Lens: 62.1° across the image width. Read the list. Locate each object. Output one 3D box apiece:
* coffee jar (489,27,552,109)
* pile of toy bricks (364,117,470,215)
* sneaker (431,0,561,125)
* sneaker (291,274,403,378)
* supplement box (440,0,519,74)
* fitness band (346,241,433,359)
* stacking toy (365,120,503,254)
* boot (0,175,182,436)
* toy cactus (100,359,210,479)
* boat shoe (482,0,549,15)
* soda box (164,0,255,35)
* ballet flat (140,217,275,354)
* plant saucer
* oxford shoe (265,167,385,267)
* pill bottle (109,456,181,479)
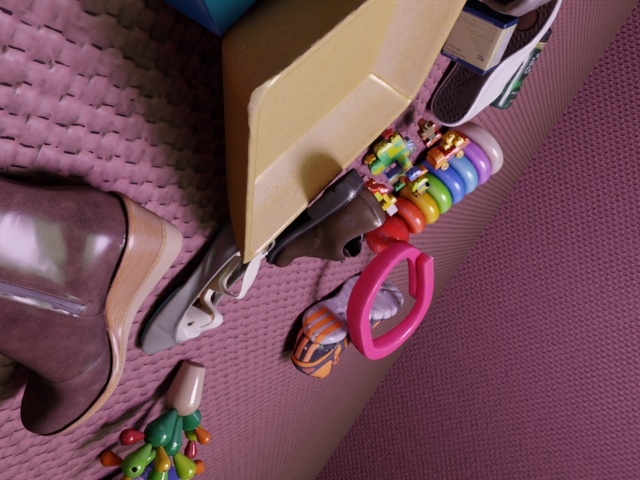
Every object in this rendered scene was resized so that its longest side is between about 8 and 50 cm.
[{"bbox_3d":[0.400,-0.371,1.103,0.096,0.079,0.185,-28,147,-50],"label":"coffee jar"},{"bbox_3d":[0.125,-0.136,0.874,0.212,0.118,0.105,-39,132,5],"label":"pile of toy bricks"},{"bbox_3d":[0.309,-0.334,0.948,0.290,0.106,0.123,-51,166,24],"label":"sneaker"},{"bbox_3d":[0.048,0.195,1.203,0.321,0.124,0.180,-16,143,-43],"label":"sneaker"},{"bbox_3d":[0.251,-0.323,0.843,0.056,0.083,0.083,-35,152,-41],"label":"supplement box"},{"bbox_3d":[0.142,0.126,1.080,0.209,0.054,0.291,-38,142,-20],"label":"fitness band"},{"bbox_3d":[0.224,-0.091,1.097,0.330,0.141,0.141,-46,159,-11],"label":"stacking toy"},{"bbox_3d":[-0.242,0.059,0.412,0.249,0.090,0.206,-57,148,11],"label":"boot"},{"bbox_3d":[-0.216,0.262,0.764,0.219,0.112,0.181,31,76,-67],"label":"toy cactus"},{"bbox_3d":[0.082,-0.284,0.305,0.091,0.109,0.305,-43,113,-23],"label":"boat shoe"},{"bbox_3d":[-0.086,-0.221,0.287,0.071,0.067,0.210,-49,159,-11],"label":"soda box"},{"bbox_3d":[-0.133,0.064,0.638,0.213,0.068,0.072,-53,160,-1],"label":"ballet flat"},{"bbox_3d":[0.017,-0.160,0.518,0.333,0.081,0.333,-46,172,-21],"label":"plant saucer"},{"bbox_3d":[0.000,0.000,0.709,0.227,0.096,0.083,-32,-165,52],"label":"oxford shoe"},{"bbox_3d":[-0.285,0.394,0.789,0.169,0.094,0.094,-18,140,-58],"label":"pill bottle"}]
